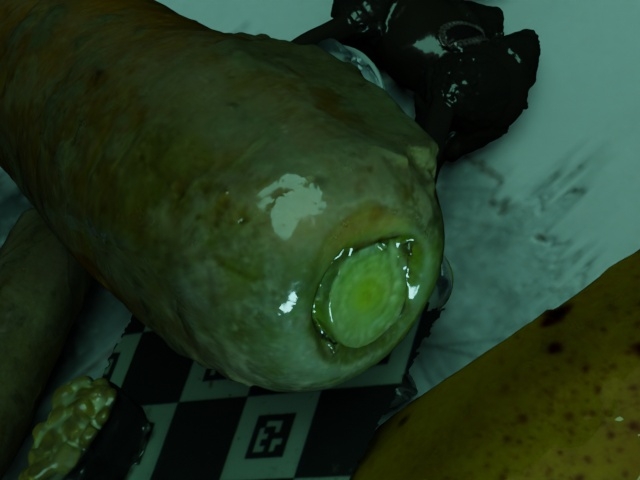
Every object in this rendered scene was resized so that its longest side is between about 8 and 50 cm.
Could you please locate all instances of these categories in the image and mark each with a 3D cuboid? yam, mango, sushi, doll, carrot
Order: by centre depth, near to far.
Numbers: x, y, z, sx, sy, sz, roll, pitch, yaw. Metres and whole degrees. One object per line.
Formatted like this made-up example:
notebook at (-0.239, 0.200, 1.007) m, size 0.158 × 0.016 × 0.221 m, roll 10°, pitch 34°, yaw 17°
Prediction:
mango at (0.127, 0.114, 0.707) m, size 0.290 × 0.160 × 0.191 m, roll -28°, pitch 72°, yaw -3°
sushi at (-0.089, 0.119, 0.730) m, size 0.192 × 0.043 × 0.279 m, roll 8°, pitch 62°, yaw 47°
carrot at (-0.070, -0.037, 0.752) m, size 0.139 × 0.139 × 0.302 m, roll -44°, pitch 38°, yaw -16°
yam at (-0.163, 0.085, 0.785) m, size 0.056 × 0.057 × 0.241 m, roll 13°, pitch 56°, yaw 11°
doll at (0.054, -0.103, 0.877) m, size 0.165 × 0.057 × 0.139 m, roll -41°, pitch 64°, yaw -20°

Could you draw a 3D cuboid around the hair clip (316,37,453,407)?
hair clip at (0.000, 0.000, 0.807) m, size 0.116 × 0.049 × 0.172 m, roll -22°, pitch 78°, yaw 27°
